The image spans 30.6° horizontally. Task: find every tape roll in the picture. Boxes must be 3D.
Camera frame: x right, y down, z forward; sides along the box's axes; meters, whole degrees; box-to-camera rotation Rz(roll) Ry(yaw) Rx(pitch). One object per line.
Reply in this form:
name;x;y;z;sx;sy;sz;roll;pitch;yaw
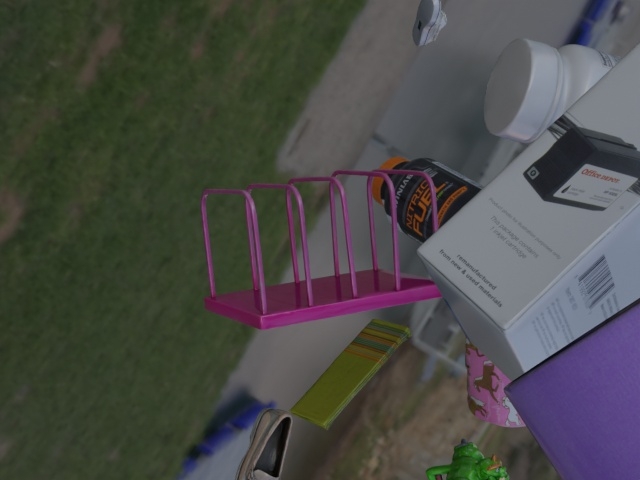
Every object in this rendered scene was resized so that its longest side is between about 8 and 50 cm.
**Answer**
tape roll;0.235;0.041;0.618;0.275;0.090;0.275;-32;169;-7

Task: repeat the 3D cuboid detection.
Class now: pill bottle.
pill bottle;0.191;-0.050;1.862;0.130;0.246;0.130;-22;128;-32
pill bottle;0.378;-0.174;1.595;0.160;0.283;0.160;-167;-90;-73

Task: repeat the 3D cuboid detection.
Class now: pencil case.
pencil case;0.348;0.142;2.110;0.167;0.160;0.386;-45;138;-54

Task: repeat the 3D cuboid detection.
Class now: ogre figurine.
ogre figurine;0.185;0.318;1.402;0.097;0.118;0.197;-15;-168;35

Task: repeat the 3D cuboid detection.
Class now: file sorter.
file sorter;0.000;0.000;1.635;0.291;0.202;0.182;-9;98;-26

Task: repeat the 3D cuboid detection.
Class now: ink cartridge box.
ink cartridge box;0.266;-0.011;1.115;0.307;0.129;0.223;-42;146;-4

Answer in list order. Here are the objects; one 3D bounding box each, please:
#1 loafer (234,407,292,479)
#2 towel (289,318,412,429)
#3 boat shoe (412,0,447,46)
loafer;-0.059;0.239;1.237;0.039;0.045;0.125;-7;-114;54
towel;0.054;0.229;2.037;0.237;0.102;0.021;-46;121;-23
boat shoe;0.149;-0.292;1.547;0.035;0.035;0.100;-15;156;-14
